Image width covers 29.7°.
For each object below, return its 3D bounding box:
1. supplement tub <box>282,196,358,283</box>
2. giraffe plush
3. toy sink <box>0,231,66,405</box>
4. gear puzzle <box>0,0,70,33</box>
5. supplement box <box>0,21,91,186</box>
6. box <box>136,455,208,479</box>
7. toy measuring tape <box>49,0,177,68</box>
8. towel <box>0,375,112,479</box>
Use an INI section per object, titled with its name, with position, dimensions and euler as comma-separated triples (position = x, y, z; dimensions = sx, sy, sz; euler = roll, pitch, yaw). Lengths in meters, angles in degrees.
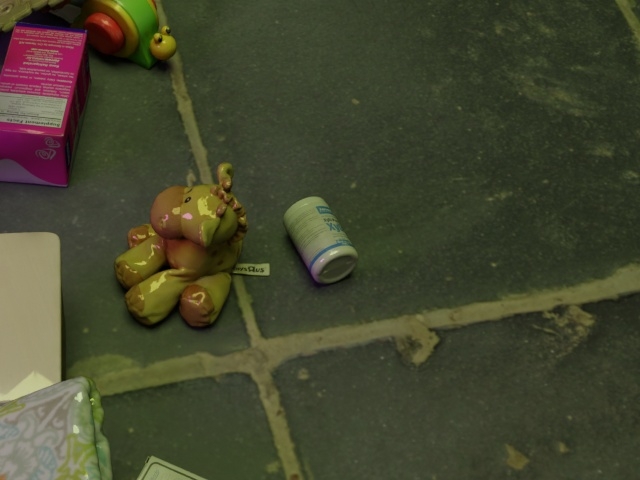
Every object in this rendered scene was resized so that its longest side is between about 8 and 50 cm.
[supplement tub]
position = 0.000, 0.000, 1.663
dimensions = 0.071, 0.071, 0.107
euler = -18, 57, -20
[giraffe plush]
position = -0.163, -0.004, 1.579
dimensions = 0.210, 0.170, 0.181
euler = -12, 54, -16
[toy sink]
position = -0.389, 0.124, 1.474
dimensions = 0.153, 0.131, 0.234
euler = -3, 57, -10
[gear puzzle]
position = -0.448, -0.369, 1.850
dimensions = 0.339, 0.044, 0.175
euler = -29, 43, 3
[supplement box]
position = -0.403, -0.197, 1.742
dimensions = 0.114, 0.111, 0.220
euler = 6, 52, -3
[box]
position = -0.099, 0.376, 1.336
dimensions = 0.290, 0.087, 0.169
euler = 21, 52, 9
[toy measuring tape]
position = -0.363, -0.374, 1.889
dimensions = 0.330, 0.121, 0.121
euler = 29, 53, 15
[towel]
position = -0.359, 0.355, 1.262
dimensions = 0.321, 0.090, 0.374
euler = -18, 57, 3
